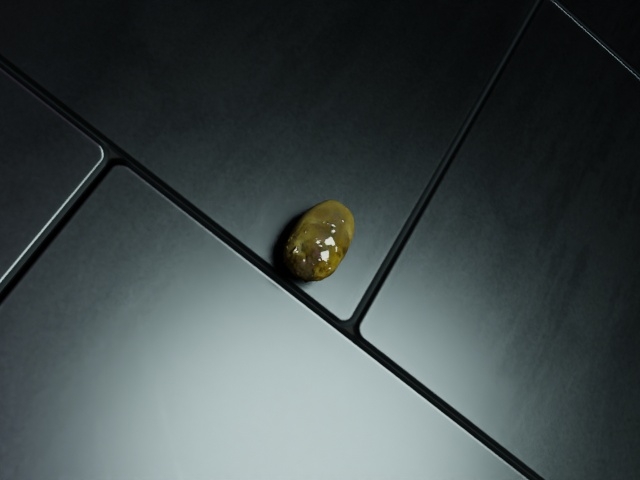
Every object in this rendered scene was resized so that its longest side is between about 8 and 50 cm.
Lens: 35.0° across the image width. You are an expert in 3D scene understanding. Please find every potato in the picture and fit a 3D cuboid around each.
[{"bbox_3d":[0.000,0.000,0.874,0.051,0.040,0.083,41,59,-15],"label":"potato"}]
